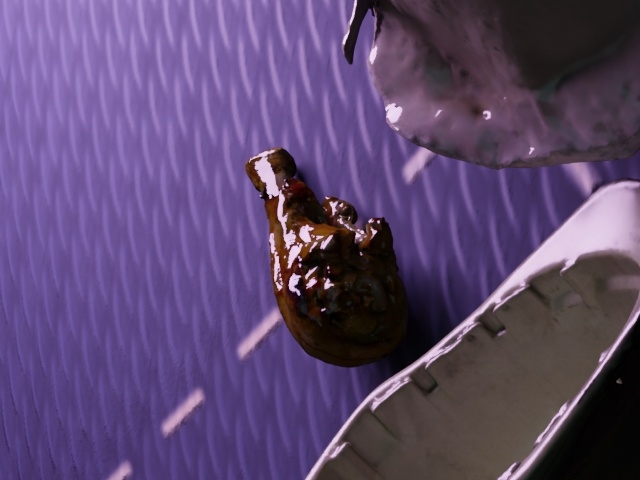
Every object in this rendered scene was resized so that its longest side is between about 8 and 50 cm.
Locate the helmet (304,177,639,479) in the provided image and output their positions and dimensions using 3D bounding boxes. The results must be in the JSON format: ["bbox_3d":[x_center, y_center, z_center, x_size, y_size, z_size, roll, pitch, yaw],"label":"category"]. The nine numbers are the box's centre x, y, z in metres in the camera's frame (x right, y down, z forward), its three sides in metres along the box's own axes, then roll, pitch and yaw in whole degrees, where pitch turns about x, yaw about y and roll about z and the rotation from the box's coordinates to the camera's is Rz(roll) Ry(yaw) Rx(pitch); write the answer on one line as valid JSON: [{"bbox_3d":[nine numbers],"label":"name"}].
[{"bbox_3d":[0.117,0.109,0.814,0.257,0.137,0.204,-43,14,15],"label":"helmet"}]

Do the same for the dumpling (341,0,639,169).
[{"bbox_3d":[0.138,-0.164,0.847,0.204,0.163,0.293,33,110,9],"label":"dumpling"}]

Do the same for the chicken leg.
[{"bbox_3d":[0.000,0.000,1.015,0.093,0.070,0.178,-57,37,24],"label":"chicken leg"}]
